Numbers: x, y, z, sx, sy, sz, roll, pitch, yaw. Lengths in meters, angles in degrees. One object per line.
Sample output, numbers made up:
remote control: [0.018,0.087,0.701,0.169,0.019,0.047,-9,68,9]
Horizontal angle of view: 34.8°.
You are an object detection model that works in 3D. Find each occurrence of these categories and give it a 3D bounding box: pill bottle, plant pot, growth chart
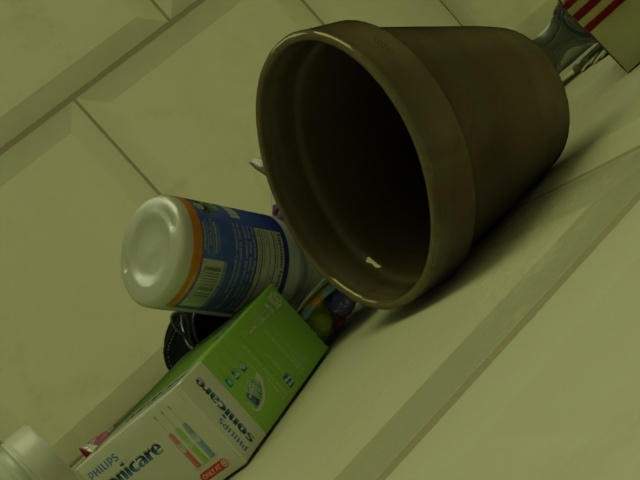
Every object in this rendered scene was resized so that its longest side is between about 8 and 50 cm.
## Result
pill bottle: [-0.124,0.031,1.413,0.272,0.152,0.152,11,-39,-43]
plant pot: [0.125,-0.123,1.188,0.280,0.323,0.323,-26,-5,-29]
growth chart: [0.547,-0.378,1.812,0.172,0.021,0.237,-44,3,-16]
pill bottle: [-0.661,0.558,1.977,0.392,0.224,0.224,-43,3,-22]

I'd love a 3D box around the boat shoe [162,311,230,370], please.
boat shoe: [-0.158,0.154,1.731,0.156,0.187,0.500,-37,4,-39]

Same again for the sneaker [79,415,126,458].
sneaker: [-0.358,0.384,1.886,0.111,0.103,0.252,-39,7,-34]

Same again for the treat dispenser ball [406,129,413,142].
treat dispenser ball: [0.087,-0.145,1.461,0.288,0.288,0.288,-42,3,3]

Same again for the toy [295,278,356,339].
toy: [-0.003,0.112,1.416,0.237,0.056,0.137,-48,-9,31]

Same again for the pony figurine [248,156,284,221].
pony figurine: [-0.024,-0.078,1.842,0.302,0.364,0.351,-2,17,-30]

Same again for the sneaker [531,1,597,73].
sneaker: [0.470,-0.394,1.885,0.129,0.111,0.297,-38,-1,-45]

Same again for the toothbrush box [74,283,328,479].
toothbrush box: [-0.139,0.204,1.267,0.206,0.122,0.283,-40,3,28]

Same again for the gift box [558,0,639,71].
gift box: [0.455,-0.430,1.486,0.258,0.255,0.276,-43,8,20]
